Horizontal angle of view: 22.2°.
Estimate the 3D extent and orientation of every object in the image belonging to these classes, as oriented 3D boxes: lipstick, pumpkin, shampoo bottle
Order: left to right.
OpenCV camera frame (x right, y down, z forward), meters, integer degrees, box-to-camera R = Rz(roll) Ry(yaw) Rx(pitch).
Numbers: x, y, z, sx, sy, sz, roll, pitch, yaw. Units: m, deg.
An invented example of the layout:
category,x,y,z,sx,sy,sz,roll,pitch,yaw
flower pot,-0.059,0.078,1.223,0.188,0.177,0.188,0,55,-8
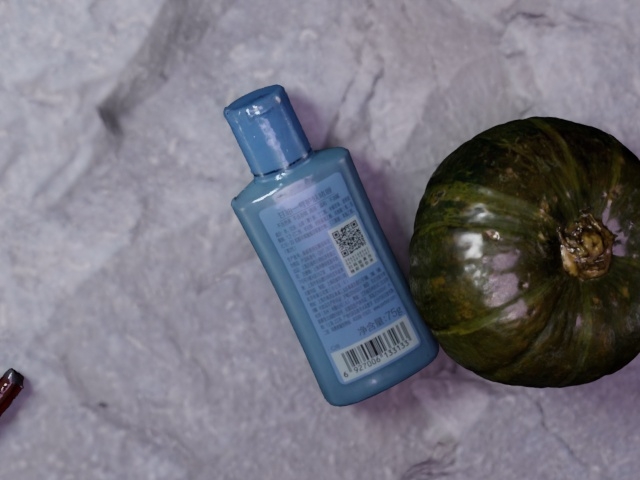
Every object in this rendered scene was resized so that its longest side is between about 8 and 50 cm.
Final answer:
category,x,y,z,sx,sy,sz,roll,pitch,yaw
lipstick,-0.291,0.172,1.279,0.027,0.027,0.176,39,90,-17
shampoo bottle,0.000,0.000,1.288,0.104,0.061,0.258,-27,107,-5
pumpkin,0.173,0.011,1.283,0.223,0.157,0.224,1,86,-19
